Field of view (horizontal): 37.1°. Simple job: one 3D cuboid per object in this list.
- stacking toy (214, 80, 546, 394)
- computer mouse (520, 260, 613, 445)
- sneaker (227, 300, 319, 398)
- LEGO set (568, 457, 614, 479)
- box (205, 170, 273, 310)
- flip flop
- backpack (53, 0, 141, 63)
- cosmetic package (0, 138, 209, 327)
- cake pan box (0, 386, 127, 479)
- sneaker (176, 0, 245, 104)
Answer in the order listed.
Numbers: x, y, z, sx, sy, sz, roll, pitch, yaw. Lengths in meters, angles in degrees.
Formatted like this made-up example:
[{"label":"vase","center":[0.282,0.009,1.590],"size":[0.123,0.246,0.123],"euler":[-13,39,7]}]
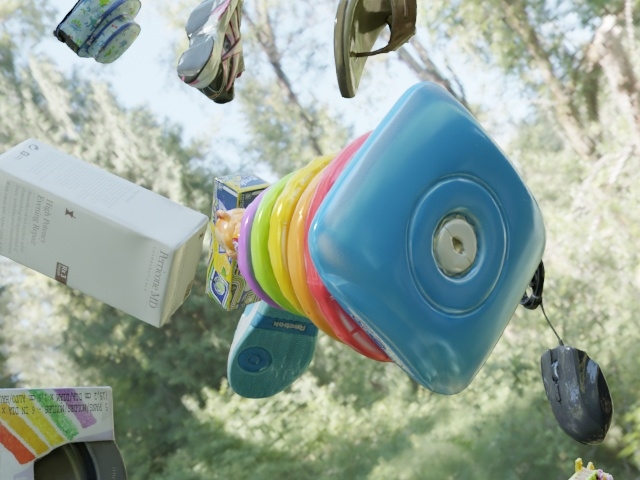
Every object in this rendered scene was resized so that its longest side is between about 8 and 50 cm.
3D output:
[{"label":"stacking toy","center":[0.000,0.000,0.730],"size":[0.301,0.175,0.166],"euler":[3,52,53]},{"label":"computer mouse","center":[0.250,0.108,1.039],"size":[0.041,0.242,0.071],"euler":[-13,-15,-32]},{"label":"sneaker","center":[-0.063,0.076,1.486],"size":[0.208,0.127,0.319],"euler":[-106,37,-60]},{"label":"LEGO set","center":[0.388,0.366,1.270],"size":[0.287,0.107,0.132],"euler":[38,-116,-49]},{"label":"box","center":[-0.104,0.001,1.219],"size":[0.059,0.054,0.169],"euler":[-15,-57,-38]},{"label":"flip flop","center":[0.092,-0.288,1.162],"size":[0.277,0.080,0.112],"euler":[-57,-25,-27]},{"label":"backpack","center":[-0.310,-0.314,1.380],"size":[0.114,0.084,0.105],"euler":[-50,-1,11]},{"label":"cosmetic package","center":[-0.251,-0.009,1.056],"size":[0.085,0.231,0.117],"euler":[-53,-16,-55]},{"label":"cake pan box","center":[-0.361,0.297,1.105],"size":[0.266,0.246,0.070],"euler":[5,-20,-29]},{"label":"sneaker","center":[-0.126,-0.239,1.189],"size":[0.072,0.077,0.178],"euler":[-11,49,33]}]
